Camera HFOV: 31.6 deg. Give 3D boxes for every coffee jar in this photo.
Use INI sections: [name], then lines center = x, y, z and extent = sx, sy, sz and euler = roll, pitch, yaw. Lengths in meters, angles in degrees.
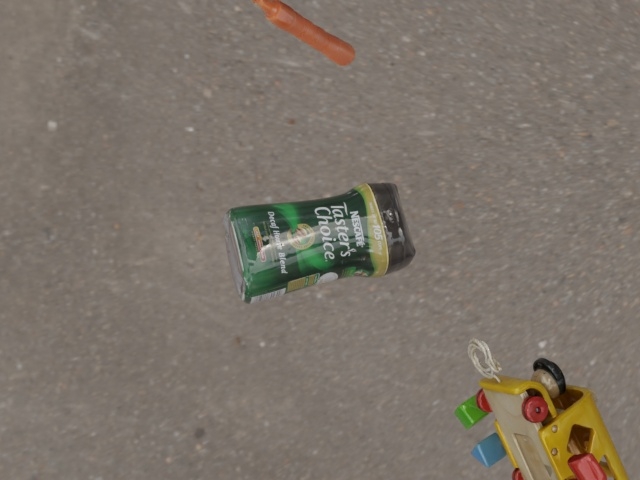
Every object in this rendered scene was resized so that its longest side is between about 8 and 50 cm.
[coffee jar]
center = 0.000, 0.000, 1.145
extent = 0.184, 0.079, 0.096
euler = -11, 73, -13

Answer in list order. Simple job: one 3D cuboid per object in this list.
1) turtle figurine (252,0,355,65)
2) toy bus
[turtle figurine]
center = 0.016, -0.190, 0.399
extent = 0.217, 0.087, 0.269
euler = -15, 134, 24
[toy bus]
center = 0.247, 0.194, 1.203
extent = 0.191, 0.104, 0.202
euler = 46, 153, 30
